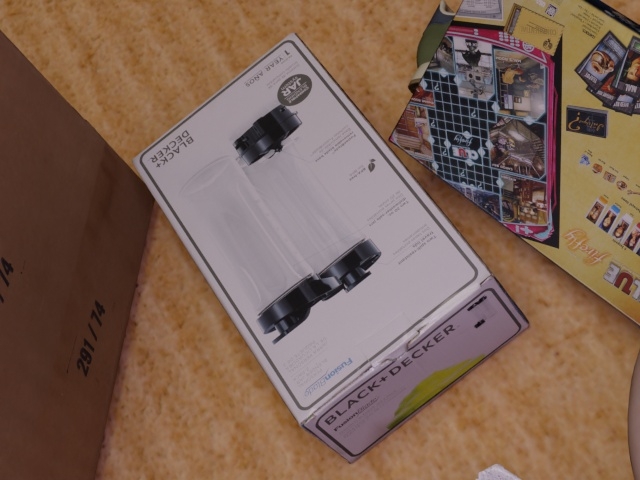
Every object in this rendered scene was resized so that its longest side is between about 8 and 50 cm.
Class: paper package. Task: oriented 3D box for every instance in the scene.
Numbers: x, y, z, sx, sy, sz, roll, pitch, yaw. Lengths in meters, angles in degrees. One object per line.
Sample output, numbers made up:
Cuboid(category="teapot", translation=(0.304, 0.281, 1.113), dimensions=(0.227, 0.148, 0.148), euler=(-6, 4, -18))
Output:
Cuboid(category="paper package", translation=(-0.278, 0.045, 1.102), dimensions=(0.168, 0.309, 0.324), euler=(-3, 63, 21))

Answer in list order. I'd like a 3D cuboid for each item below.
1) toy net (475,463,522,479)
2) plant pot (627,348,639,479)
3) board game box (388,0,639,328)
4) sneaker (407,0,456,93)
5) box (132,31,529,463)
Cuboid(category="toy net", translation=(0.162, 0.233, 0.893), dimensions=(0.122, 0.045, 0.232), euler=(-30, 79, 14))
Cuboid(category="plant pot", translation=(0.317, 0.125, 0.810), dimensions=(0.263, 0.229, 0.263), euler=(-12, 58, 20))
Cuboid(category="board game box", translation=(0.177, -0.075, 1.050), dimensions=(0.243, 0.042, 0.165), euler=(40, 112, 30))
Cuboid(category="sneaker", translation=(0.159, -0.152, 1.145), dimensions=(0.192, 0.064, 0.086), euler=(0, 68, 30))
Cuboid(category="box", translation=(0.000, 0.000, 1.127), dimensions=(0.169, 0.087, 0.290), euler=(-39, 53, 2))
